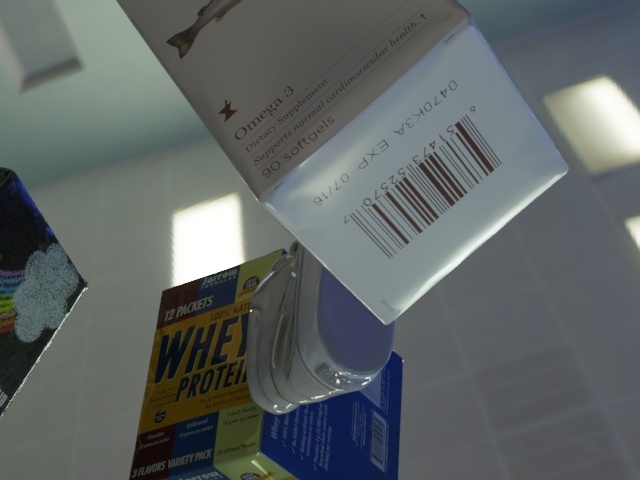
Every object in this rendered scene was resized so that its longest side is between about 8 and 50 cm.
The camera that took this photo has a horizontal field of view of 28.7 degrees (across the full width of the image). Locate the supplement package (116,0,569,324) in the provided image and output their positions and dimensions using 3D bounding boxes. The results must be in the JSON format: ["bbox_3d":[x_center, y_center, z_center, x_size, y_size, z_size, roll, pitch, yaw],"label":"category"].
[{"bbox_3d":[0.002,-0.072,0.540,0.105,0.105,0.179,-42,-134,4],"label":"supplement package"}]

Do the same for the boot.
[{"bbox_3d":[0.000,0.000,0.922,0.123,0.095,0.258,-30,-140,49],"label":"boot"}]

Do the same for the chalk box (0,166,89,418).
[{"bbox_3d":[-0.363,0.080,1.033,0.179,0.180,0.289,17,-119,25],"label":"chalk box"}]

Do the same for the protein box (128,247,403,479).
[{"bbox_3d":[-0.038,0.154,1.091,0.136,0.201,0.200,-20,-133,29],"label":"protein box"}]
